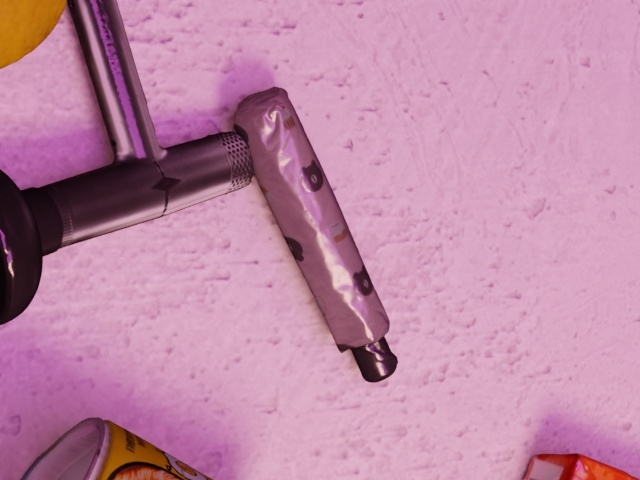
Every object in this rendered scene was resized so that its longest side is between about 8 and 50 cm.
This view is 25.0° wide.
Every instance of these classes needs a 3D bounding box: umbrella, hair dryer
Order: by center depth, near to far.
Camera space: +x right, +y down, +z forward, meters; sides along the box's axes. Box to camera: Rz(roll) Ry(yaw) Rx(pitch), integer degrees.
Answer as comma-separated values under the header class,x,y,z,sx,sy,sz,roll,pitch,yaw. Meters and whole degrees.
class,x,y,z,sx,sy,sz,roll,pitch,yaw
hair dryer,-0.251,-0.111,1.371,0.320,0.155,0.284,-32,88,-37
umbrella,0.000,0.000,1.512,0.337,0.067,0.073,66,22,-16

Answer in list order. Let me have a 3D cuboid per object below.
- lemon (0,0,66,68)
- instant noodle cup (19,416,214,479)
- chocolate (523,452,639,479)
class,x,y,z,sx,sy,sz,roll,pitch,yaw
lemon,-0.337,-0.246,1.214,0.253,0.228,0.229,2,93,-14
instant noodle cup,-0.177,0.332,1.313,0.254,0.325,0.326,39,75,-16
chocolate,0.318,0.387,1.700,0.234,0.108,0.238,24,81,-28
